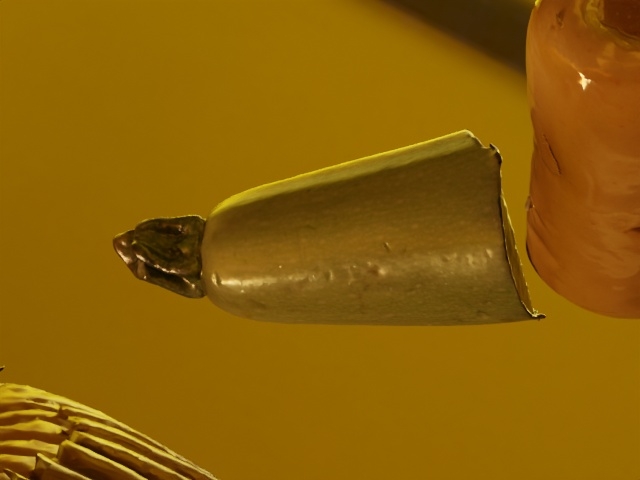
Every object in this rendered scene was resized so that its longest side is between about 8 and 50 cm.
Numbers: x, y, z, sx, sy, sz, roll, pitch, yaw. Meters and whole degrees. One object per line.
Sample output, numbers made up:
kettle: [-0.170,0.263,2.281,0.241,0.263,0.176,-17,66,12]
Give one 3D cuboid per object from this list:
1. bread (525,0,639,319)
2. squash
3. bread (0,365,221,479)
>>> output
bread: [0.183,-0.045,1.046,0.305,0.142,0.091,75,3,-62]
squash: [0.008,0.004,1.244,0.287,0.137,0.137,-7,-139,25]
bread: [-0.120,0.136,0.610,0.240,0.139,0.240,-24,-170,5]
